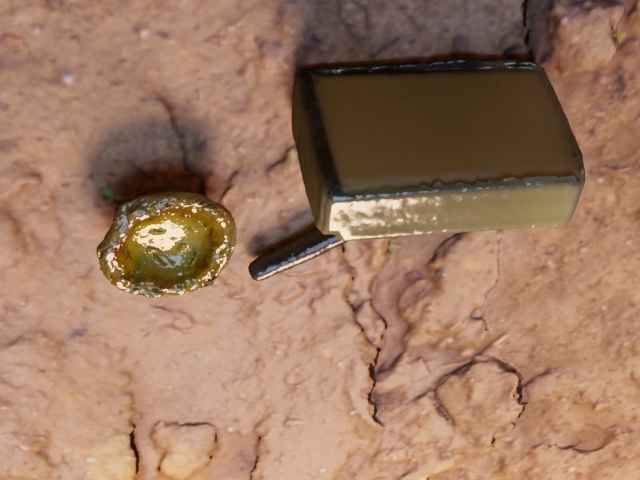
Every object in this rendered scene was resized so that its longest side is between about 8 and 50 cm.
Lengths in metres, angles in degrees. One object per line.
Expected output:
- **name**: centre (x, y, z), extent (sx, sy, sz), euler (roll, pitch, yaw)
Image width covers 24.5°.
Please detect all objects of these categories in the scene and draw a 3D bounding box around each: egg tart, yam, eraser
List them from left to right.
- **egg tart**: centre (-0.106, -0.003, 1.022), extent (0.105, 0.039, 0.105), euler (-8, 137, -8)
- **yam**: centre (0.000, 0.000, 1.070), extent (0.116, 0.021, 0.021), euler (-25, 136, 10)
- **eraser**: centre (0.073, -0.060, 0.959), extent (0.172, 0.117, 0.058), euler (-4, 140, -12)
